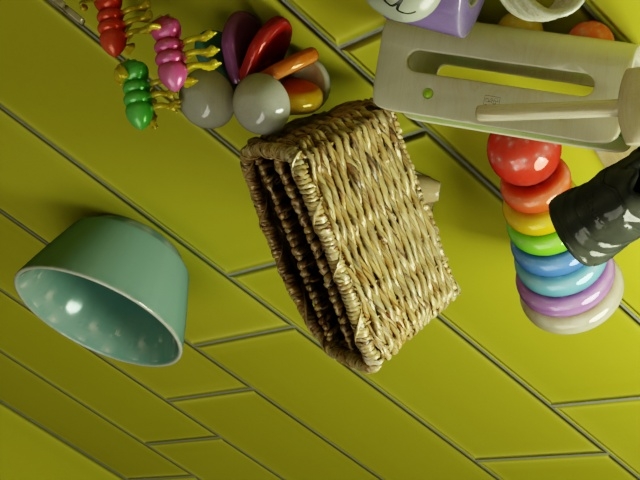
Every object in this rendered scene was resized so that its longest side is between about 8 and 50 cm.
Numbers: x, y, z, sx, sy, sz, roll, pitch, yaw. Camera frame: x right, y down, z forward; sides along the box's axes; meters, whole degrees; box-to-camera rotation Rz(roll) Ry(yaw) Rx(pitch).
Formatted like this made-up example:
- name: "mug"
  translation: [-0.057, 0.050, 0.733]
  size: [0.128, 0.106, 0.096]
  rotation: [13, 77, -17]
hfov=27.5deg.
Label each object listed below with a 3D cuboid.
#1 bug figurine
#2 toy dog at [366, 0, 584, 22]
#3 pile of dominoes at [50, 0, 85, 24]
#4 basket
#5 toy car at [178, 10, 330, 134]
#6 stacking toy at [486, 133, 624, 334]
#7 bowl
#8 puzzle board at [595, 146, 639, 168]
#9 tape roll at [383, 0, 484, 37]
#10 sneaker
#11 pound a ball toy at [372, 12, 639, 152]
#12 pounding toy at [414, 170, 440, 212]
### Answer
- name: "bug figurine"
  translation: [-0.205, -0.255, 1.553]
  size: [0.072, 0.216, 0.279]
  rotation: [-5, 166, -31]
- name: "toy dog"
  translation: [0.151, -0.330, 1.029]
  size: [0.220, 0.334, 0.161]
  rotation: [5, -168, -10]
- name: "pile of dominoes"
  translation: [-0.379, -0.359, 1.593]
  size: [0.251, 0.040, 0.196]
  rotation: [39, 179, -38]
- name: "basket"
  translation: [0.000, 0.000, 1.635]
  size: [0.213, 0.223, 0.299]
  rotation: [-10, 107, 40]
- name: "toy car"
  translation: [-0.082, -0.213, 1.605]
  size: [0.182, 0.159, 0.136]
  rotation: [9, 114, 26]
- name: "stacking toy"
  translation: [0.286, -0.027, 1.646]
  size: [0.141, 0.141, 0.330]
  rotation: [6, 144, 30]
- name: "bowl"
  translation: [-0.352, 0.069, 2.252]
  size: [0.311, 0.163, 0.311]
  rotation: [18, 152, 10]
- name: "puzzle board"
  translation: [0.376, -0.106, 1.560]
  size: [0.096, 0.011, 0.128]
  rotation: [0, 143, 40]
- name: "tape roll"
  translation: [0.122, -0.292, 1.236]
  size: [0.080, 0.189, 0.189]
  rotation: [17, 152, 13]
- name: "sneaker"
  translation: [0.370, -0.060, 1.392]
  size: [0.109, 0.286, 0.130]
  rotation: [57, 137, 5]
- name: "pound a ball toy"
  translation: [0.218, -0.180, 1.382]
  size: [0.319, 0.136, 0.208]
  rotation: [11, -177, 20]
- name: "pounding toy"
  translation: [0.069, -0.019, 1.788]
  size: [0.154, 0.155, 0.269]
  rotation: [18, 150, 4]
